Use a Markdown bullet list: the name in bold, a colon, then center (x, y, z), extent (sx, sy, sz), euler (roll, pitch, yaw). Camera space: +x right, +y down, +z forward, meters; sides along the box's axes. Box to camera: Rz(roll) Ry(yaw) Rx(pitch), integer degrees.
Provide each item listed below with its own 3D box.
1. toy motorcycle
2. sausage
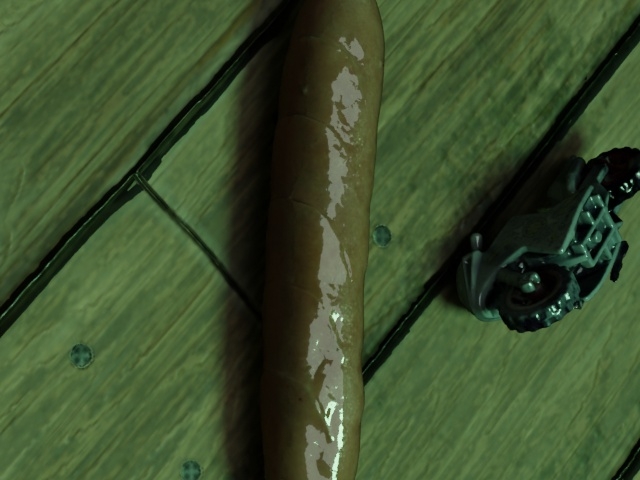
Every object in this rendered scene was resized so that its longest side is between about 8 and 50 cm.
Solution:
- **toy motorcycle**: center (0.187, 0.003, 1.602), extent (0.215, 0.122, 0.080), euler (-54, 125, -38)
- **sausage**: center (0.000, -0.001, 1.490), extent (0.088, 0.088, 0.433), euler (8, 82, -32)
